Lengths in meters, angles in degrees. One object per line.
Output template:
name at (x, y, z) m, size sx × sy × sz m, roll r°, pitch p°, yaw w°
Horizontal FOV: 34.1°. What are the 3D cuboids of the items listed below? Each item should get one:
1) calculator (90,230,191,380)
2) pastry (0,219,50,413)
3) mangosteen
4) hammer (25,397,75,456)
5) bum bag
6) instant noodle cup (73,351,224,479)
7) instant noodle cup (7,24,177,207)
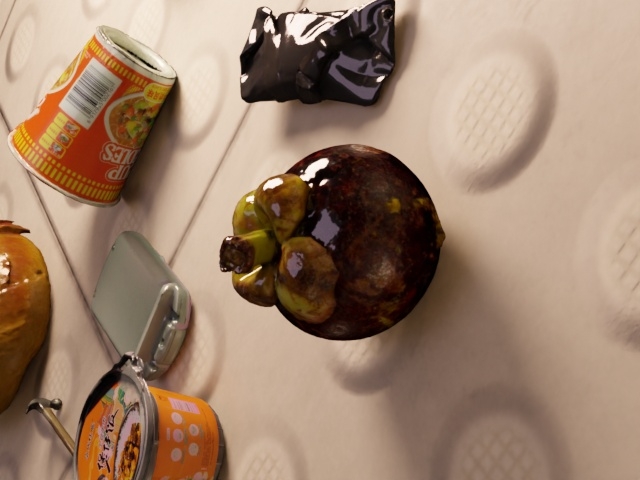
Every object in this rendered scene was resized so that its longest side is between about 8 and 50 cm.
calculator at (-0.246, 0.083, 1.407) m, size 0.246 × 0.045 × 0.141 m, roll 40°, pitch 111°, yaw 51°
pastry at (-0.567, 0.139, 1.721) m, size 0.356 × 0.164 × 0.356 m, roll -20°, pitch 62°, yaw 42°
mangosteen at (0.000, 0.000, 0.970) m, size 0.192 × 0.217 × 0.192 m, roll -10°, pitch 77°, yaw 52°
hammer at (-0.373, 0.281, 1.508) m, size 0.182 × 0.062 × 0.017 m, roll 38°, pitch 110°, yaw 44°
bum bag at (-0.009, -0.214, 1.183) m, size 0.248 × 0.060 × 0.123 m, roll 6°, pitch 83°, yaw 53°
instant noodle cup at (-0.194, 0.243, 1.217) m, size 0.177 × 0.125 × 0.208 m, roll 33°, pitch 105°, yaw 51°
instant noodle cup at (-0.317, -0.187, 1.497) m, size 0.212 × 0.193 × 0.193 m, roll -54°, pitch 41°, yaw 15°
